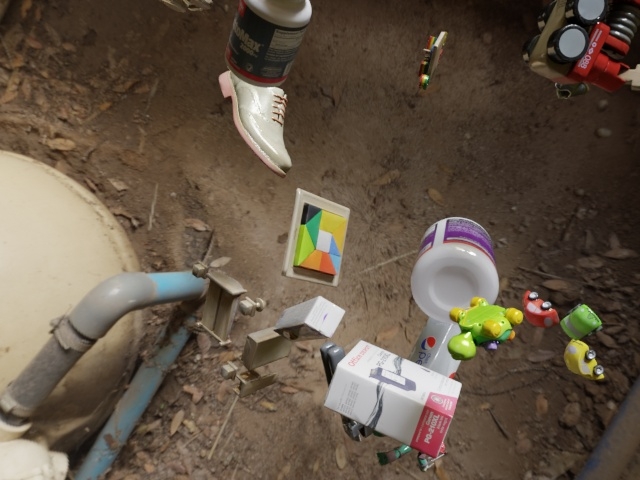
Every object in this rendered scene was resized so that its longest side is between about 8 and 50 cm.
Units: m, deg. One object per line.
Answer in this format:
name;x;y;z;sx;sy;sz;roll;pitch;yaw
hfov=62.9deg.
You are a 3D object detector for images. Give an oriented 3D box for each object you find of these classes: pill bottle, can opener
pill bottle;-0.075;-0.336;0.799;0.108;0.108;0.180;36;137;3
can opener;0.075;0.391;1.359;0.095;0.076;0.283;-19;106;-27
pill bottle;0.315;0.053;1.224;0.182;0.323;0.181;5;108;15

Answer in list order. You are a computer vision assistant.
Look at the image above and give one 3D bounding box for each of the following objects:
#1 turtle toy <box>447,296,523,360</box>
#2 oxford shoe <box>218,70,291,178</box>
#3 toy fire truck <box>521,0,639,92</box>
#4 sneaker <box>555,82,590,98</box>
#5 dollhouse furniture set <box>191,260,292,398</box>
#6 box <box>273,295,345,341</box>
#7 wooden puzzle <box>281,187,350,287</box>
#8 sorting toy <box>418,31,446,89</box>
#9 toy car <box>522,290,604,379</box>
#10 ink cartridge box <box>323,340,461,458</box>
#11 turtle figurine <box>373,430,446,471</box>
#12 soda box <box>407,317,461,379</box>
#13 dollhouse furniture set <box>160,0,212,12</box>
turtle toy;0.253;0.144;0.831;0.130;0.095;0.066;-21;111;-27
oxford shoe;-0.156;-0.352;1.446;0.147;0.140;0.396;-32;68;13
toy fire truck;0.503;-0.342;0.855;0.247;0.158;0.216;23;99;-10
sneaker;0.739;-0.456;1.550;0.086;0.192;0.064;-41;69;22
dollhouse furniture set;-0.269;0.271;1.695;0.356;0.174;0.303;31;115;35
box;-0.035;0.181;1.159;0.063;0.324;0.067;32;70;-8
wooden puzzle;0.000;0.000;1.347;0.044;0.239;0.220;4;81;38
sorting toy;0.371;-0.620;1.756;0.046;0.274;0.132;18;134;12
toy car;0.521;0.191;1.106;0.053;0.225;0.239;-33;67;-6
ink cartridge box;0.150;0.313;1.067;0.237;0.172;0.100;21;103;17
turtle figurine;0.273;0.588;1.552;0.234;0.118;0.175;4;49;-29
soda box;0.293;0.344;1.398;0.098;0.091;0.286;50;59;-24
dollhouse furniture set;-0.189;-0.461;0.823;0.242;0.161;0.212;22;89;45
